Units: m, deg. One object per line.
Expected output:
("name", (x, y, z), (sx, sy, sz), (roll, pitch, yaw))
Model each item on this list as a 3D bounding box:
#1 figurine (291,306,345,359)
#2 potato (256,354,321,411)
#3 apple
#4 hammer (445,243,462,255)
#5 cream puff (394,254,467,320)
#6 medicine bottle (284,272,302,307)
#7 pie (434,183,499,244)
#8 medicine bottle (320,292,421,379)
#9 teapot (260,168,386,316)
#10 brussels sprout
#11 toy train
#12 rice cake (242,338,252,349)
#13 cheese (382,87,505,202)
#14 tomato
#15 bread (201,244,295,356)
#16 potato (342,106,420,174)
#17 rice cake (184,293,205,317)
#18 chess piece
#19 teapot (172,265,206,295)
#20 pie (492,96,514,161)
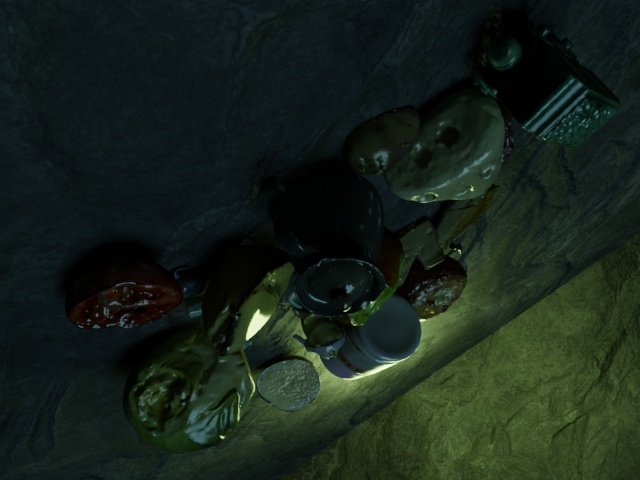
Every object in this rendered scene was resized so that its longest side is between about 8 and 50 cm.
("figurine", (-0.007, 0.238, 2.065), (0.128, 0.184, 0.209), (-23, 112, -16))
("potato", (-0.104, 0.447, 2.420), (0.202, 0.182, 0.117), (-22, -161, 2))
("apple", (0.098, 0.071, 1.745), (0.226, 0.246, 0.246), (-8, 148, -48))
("hammer", (0.360, 0.074, 2.305), (0.201, 0.021, 0.078), (-42, 152, 27))
("cream puff", (0.313, 0.134, 2.207), (0.240, 0.164, 0.240), (-30, 148, -21))
("medicine bottle", (-0.004, 0.097, 1.905), (0.183, 0.069, 0.119), (-33, 154, 7))
("pie", (0.379, -0.071, 1.987), (0.128, 0.068, 0.282), (-16, 153, -23))
("medicine bottle", (0.138, 0.287, 2.181), (0.202, 0.202, 0.316), (-16, 167, -27))
("teapot", (0.024, -0.001, 1.450), (0.223, 0.285, 0.305), (-11, 138, 3))
("brussels sprout", (-0.325, 0.385, 1.880), (0.344, 0.268, 0.344), (-22, 147, -15))
("toy train", (0.426, -0.292, 1.413), (0.299, 0.238, 0.167), (2, 139, -50))
("rice cake", (-0.293, 0.338, 2.096), (0.226, 0.040, 0.085), (-42, 153, 26))
("cheese", (0.264, -0.189, 1.526), (0.251, 0.174, 0.248), (-9, 151, -27))
("tomato", (-0.392, 0.093, 1.455), (0.227, 0.101, 0.228), (-16, 155, -8))
("bread", (-0.164, 0.101, 1.627), (0.204, 0.162, 0.262), (-59, 172, 30))
("potato", (0.126, -0.187, 1.471), (0.172, 0.089, 0.100), (-38, 152, 22))
("rice cake", (-0.203, 0.121, 1.768), (0.245, 0.045, 0.042), (-21, 154, -18))
("chess piece", (0.190, 0.063, 1.991), (0.300, 0.137, 0.137), (-34, 155, 3))
("teapot", (-0.289, 0.091, 1.611), (0.083, 0.049, 0.063), (-4, 146, -42))
("pie", (0.373, -0.234, 1.571), (0.038, 0.154, 0.154), (-12, 154, -4))
